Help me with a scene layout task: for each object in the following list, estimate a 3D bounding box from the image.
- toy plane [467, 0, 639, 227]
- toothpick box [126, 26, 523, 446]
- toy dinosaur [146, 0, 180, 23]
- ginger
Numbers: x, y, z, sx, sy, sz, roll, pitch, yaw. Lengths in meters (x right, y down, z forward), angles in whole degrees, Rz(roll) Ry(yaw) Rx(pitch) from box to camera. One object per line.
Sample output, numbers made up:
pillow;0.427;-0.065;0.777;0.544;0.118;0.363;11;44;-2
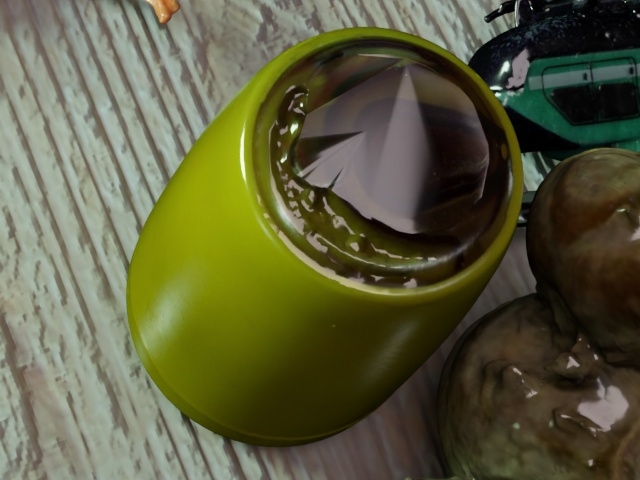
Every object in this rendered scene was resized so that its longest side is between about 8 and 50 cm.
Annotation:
toy plane;0.230;-0.086;1.051;0.381;0.106;0.155;-6;94;-19
toothpick box;0.000;0.000;0.868;0.175;0.271;0.175;4;71;-13
toy dinosaur;-0.225;-0.155;0.977;0.279;0.055;0.101;19;46;-6
ginger;0.112;0.141;0.892;0.176;0.256;0.375;28;81;25
